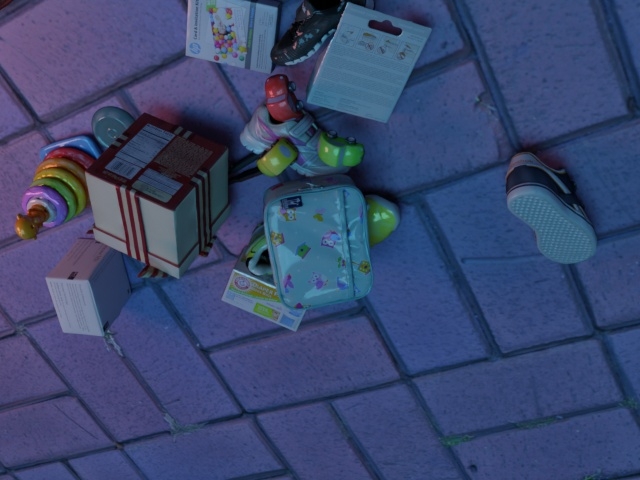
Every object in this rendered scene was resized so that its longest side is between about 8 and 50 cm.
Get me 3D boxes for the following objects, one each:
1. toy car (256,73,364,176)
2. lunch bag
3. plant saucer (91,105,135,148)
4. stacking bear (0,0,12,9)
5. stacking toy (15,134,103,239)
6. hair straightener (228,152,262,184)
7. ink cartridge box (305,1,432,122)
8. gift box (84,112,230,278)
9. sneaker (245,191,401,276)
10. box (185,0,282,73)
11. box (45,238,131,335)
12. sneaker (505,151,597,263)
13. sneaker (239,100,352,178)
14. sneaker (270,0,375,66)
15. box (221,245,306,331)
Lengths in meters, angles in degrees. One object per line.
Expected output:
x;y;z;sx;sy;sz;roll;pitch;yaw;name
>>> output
-0.023;-0.198;1.590;0.225;0.053;0.239;19;129;9;toy car
0.000;0.000;1.664;0.224;0.108;0.279;-9;112;-1;lunch bag
-0.476;-0.251;1.819;0.120;0.021;0.119;7;125;10;plant saucer
-0.721;-0.606;1.562;0.175;0.164;0.289;-25;110;28;stacking bear
-0.605;-0.092;1.787;0.166;0.301;0.175;-13;120;22;stacking toy
-0.215;-0.169;1.801;0.231;0.047;0.089;-16;118;29;hair straightener
0.090;-0.352;1.551;0.181;0.056;0.224;12;126;-17;ink cartridge box
-0.365;-0.080;1.717;0.255;0.276;0.258;27;144;16;gift box
0.004;0.006;1.794;0.385;0.147;0.145;-19;116;23;sneaker
-0.178;-0.431;1.608;0.186;0.038;0.145;15;126;6;box
-0.582;0.117;2.000;0.119;0.181;0.181;3;124;12;box
0.487;-0.068;1.644;0.126;0.127;0.321;-16;143;30;sneaker
-0.044;-0.217;1.680;0.252;0.103;0.111;20;128;-1;sneaker
-0.017;-0.426;1.526;0.234;0.078;0.106;-27;145;24;sneaker
-0.123;0.117;1.929;0.203;0.103;0.114;23;126;-2;box
